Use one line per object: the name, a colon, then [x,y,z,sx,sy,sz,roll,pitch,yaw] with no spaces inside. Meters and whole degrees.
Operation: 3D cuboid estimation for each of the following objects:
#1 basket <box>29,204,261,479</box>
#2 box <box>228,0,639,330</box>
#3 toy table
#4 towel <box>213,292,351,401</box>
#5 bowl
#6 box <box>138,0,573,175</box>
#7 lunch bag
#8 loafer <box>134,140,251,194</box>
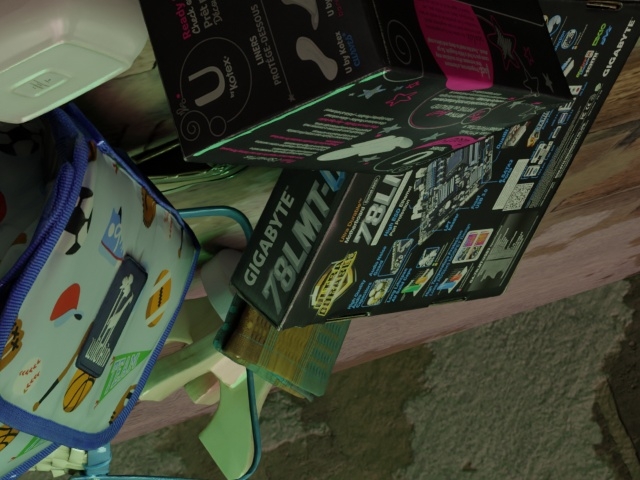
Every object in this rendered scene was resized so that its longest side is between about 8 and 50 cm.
basket: [-0.198,0.092,1.500,0.289,0.254,0.201,0,167,-7]
box: [0.099,-0.076,1.301,0.293,0.073,0.295,-6,129,-48]
toy table: [-0.106,0.127,1.887,0.161,0.252,0.274,-38,153,8]
towel: [0.000,0.000,1.494,0.040,0.271,0.370,20,174,13]
bowl: [-0.178,-0.118,1.017,0.142,0.053,0.142,-24,167,17]
box: [0.018,-0.137,0.984,0.142,0.163,0.247,-22,169,29]
lunch bag: [-0.284,0.066,1.235,0.385,0.239,0.328,-34,164,0]
loafer: [-0.100,-0.071,1.406,0.125,0.045,0.039,-21,163,18]
